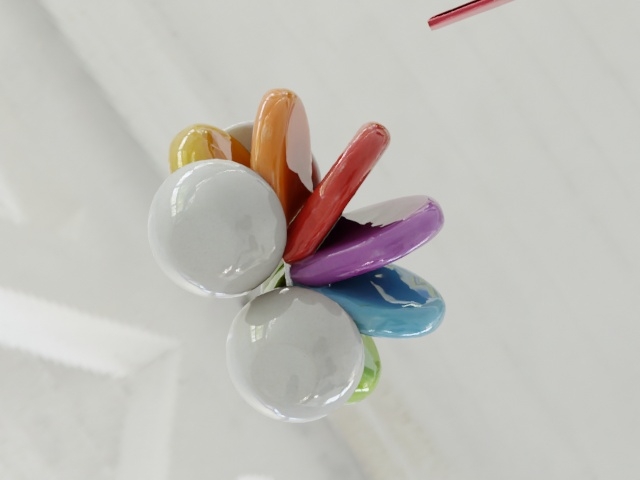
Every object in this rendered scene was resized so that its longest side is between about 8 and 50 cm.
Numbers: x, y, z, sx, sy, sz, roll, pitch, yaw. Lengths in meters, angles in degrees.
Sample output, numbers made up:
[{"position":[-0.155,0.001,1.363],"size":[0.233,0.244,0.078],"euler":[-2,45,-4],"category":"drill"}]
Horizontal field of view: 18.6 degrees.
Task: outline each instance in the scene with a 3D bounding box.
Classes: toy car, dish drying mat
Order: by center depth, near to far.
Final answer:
[{"position":[0.000,0.000,1.080],"size":[0.182,0.136,0.159],"euler":[59,-163,-9],"category":"toy car"},{"position":[0.112,-0.160,1.318],"size":[0.032,0.083,0.008],"euler":[21,-132,-82],"category":"dish drying mat"}]
